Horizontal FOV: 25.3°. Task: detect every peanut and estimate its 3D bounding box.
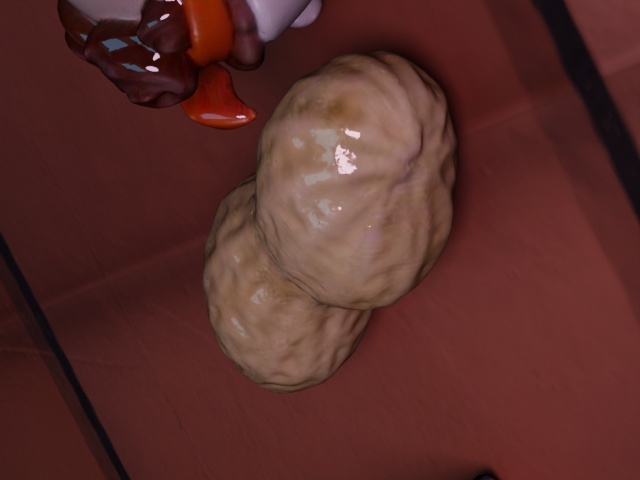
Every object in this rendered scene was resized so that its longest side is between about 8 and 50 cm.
[{"bbox_3d":[0.000,0.000,0.557,0.082,0.082,0.187,52,145,11],"label":"peanut"}]

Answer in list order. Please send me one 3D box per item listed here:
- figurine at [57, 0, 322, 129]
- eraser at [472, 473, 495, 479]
[{"bbox_3d":[-0.056,-0.140,0.477,0.183,0.160,0.226,38,148,30],"label":"figurine"},{"bbox_3d":[-0.001,0.233,0.628,0.086,0.130,0.287,46,128,14],"label":"eraser"}]
